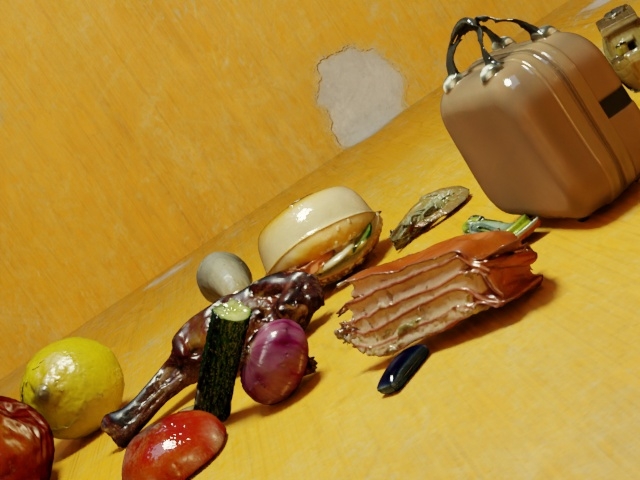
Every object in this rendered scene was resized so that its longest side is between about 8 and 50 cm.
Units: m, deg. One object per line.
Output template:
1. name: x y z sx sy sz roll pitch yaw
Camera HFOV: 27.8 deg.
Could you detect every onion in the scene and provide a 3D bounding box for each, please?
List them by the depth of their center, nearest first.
1. onion: -0.054 0.158 1.666 0.104 0.115 0.115 11 -11 -23

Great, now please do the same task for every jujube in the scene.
1. jujube: -0.525 0.337 1.984 0.223 0.223 0.318 -33 1 6

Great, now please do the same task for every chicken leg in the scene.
1. chicken leg: -0.164 0.175 1.977 0.407 0.096 0.158 -34 28 8

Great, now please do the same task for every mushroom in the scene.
1. mushroom: -0.177 0.079 2.428 0.103 0.118 0.270 -33 7 -4

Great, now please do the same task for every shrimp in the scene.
1. shrimp: 0.175 -0.038 2.088 0.180 0.041 0.099 -38 24 -32

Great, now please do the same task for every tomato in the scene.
1. tomato: -0.198 0.267 1.647 0.155 0.069 0.155 -33 10 6

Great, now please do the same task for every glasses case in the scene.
1. glasses case: 0.089 0.141 1.439 0.033 0.023 0.083 -21 14 41

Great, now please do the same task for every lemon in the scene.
1. lemon: -0.425 0.253 2.210 0.180 0.180 0.193 -36 10 -14

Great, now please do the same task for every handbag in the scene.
1. handbag: 0.263 -0.167 1.632 0.149 0.283 0.302 -37 9 -8

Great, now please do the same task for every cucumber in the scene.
1. cucumber: -0.131 0.160 1.707 0.058 0.058 0.187 -45 -25 -52

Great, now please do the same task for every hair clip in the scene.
1. hair clip: 0.233 -0.010 1.706 0.060 0.033 0.188 -37 12 -10

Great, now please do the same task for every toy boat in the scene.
1. toy boat: 0.512 -0.325 2.135 0.089 0.121 0.321 -26 10 14

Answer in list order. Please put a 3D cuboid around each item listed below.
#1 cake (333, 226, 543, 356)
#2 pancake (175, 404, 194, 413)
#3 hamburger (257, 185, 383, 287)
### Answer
1. cake: 0.133 0.058 1.495 0.287 0.098 0.135 -20 7 36
2. pancake: -0.204 0.268 1.810 0.139 0.022 0.139 -33 8 5
3. hamburger: -0.004 0.002 2.137 0.237 0.147 0.237 -30 -3 -2
